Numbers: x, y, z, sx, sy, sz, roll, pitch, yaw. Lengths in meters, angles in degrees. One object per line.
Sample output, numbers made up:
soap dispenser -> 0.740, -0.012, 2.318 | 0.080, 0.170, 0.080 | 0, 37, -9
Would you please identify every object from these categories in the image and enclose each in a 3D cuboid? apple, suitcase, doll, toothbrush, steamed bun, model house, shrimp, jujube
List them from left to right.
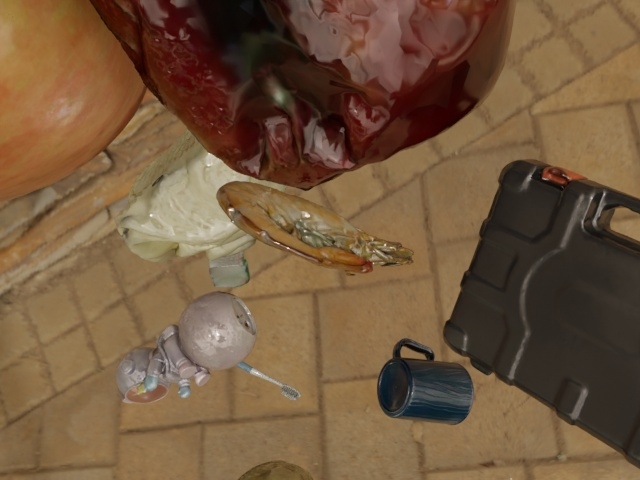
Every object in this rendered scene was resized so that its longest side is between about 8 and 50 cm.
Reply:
apple -> -0.357, -0.204, 0.599 | 0.347, 0.391, 0.391 | -30, 66, -2
doll -> -0.256, 0.205, 1.258 | 0.287, 0.151, 0.151 | -31, 66, 11
steamed bun -> -0.201, -0.081, 1.293 | 0.394, 0.237, 0.346 | -15, 38, 56
model house -> -0.203, 0.040, 1.530 | 0.088, 0.100, 0.100 | -4, 58, -4
toothbrush -> -0.166, 0.267, 1.461 | 0.276, 0.025, 0.019 | 27, 118, 8
jujube -> -0.032, -0.227, 0.444 | 0.276, 0.276, 0.376 | -23, 99, 7
shrimp -> 0.002, -0.004, 0.716 | 0.053, 0.236, 0.133 | -64, 23, 8
suitcase -> 0.251, 0.066, 0.581 | 0.285, 0.066, 0.206 | 30, 111, 41

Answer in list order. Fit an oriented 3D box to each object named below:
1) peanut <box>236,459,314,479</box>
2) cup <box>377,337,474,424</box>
peanut -> -0.065, 0.326, 0.701 | 0.111, 0.274, 0.125 | 17, 120, 4
cup -> 0.179, 0.263, 1.255 | 0.150, 0.138, 0.113 | 49, 121, 56
